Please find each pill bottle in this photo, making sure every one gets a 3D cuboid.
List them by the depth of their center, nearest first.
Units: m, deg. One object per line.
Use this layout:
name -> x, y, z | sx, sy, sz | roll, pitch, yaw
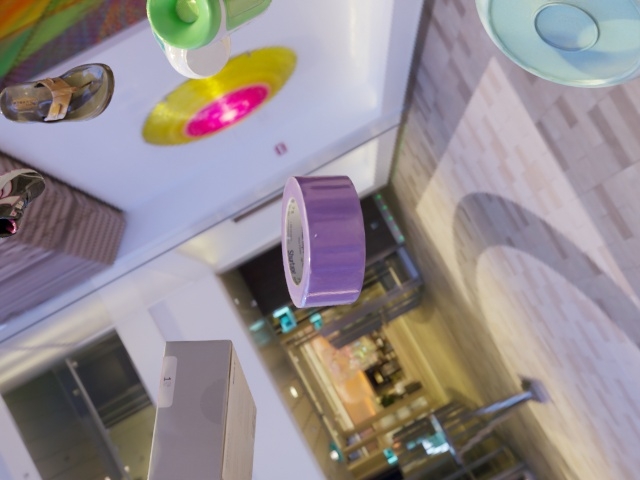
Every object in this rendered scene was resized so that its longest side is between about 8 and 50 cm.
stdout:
pill bottle -> -0.286, -0.453, 1.793 | 0.146, 0.146, 0.264 | 62, 176, -37

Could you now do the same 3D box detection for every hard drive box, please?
hard drive box -> -0.146, 0.261, 1.052 | 0.232, 0.089, 0.181 | 84, -175, -56

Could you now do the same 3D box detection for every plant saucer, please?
plant saucer -> 0.376, -0.334, 1.213 | 0.317, 0.044, 0.317 | 25, 160, 10

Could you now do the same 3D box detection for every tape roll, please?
tape roll -> 0.000, 0.000, 1.149 | 0.189, 0.080, 0.189 | 176, 90, -76

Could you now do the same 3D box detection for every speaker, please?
speaker -> -0.171, -0.402, 1.323 | 0.131, 0.131, 0.296 | 61, -154, -16

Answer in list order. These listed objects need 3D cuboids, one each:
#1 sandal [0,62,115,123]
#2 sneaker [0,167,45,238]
sandal -> -0.431, -0.233, 1.286 | 0.060, 0.219, 0.090 | -26, -68, -73
sneaker -> -0.473, -0.040, 1.202 | 0.077, 0.178, 0.072 | 27, 134, 13
